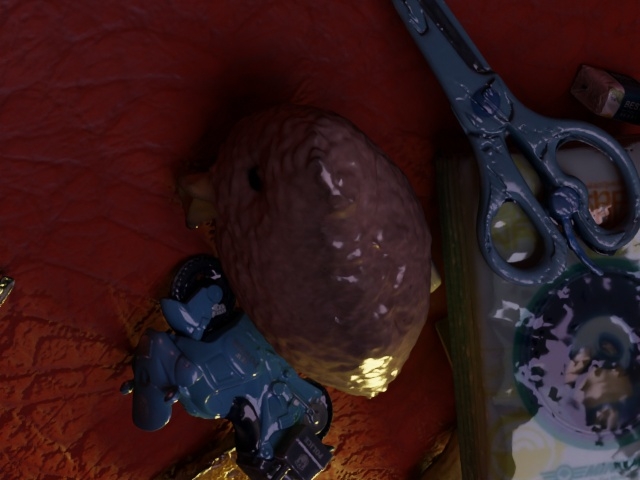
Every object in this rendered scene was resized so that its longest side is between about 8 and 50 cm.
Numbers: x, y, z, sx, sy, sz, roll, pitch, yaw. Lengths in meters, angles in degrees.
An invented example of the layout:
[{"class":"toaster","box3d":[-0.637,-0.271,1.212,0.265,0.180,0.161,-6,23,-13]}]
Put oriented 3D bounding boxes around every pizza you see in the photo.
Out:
[{"class":"pizza","box3d":[-0.109,0.261,1.866,0.178,0.041,0.131,-6,124,-27]}]

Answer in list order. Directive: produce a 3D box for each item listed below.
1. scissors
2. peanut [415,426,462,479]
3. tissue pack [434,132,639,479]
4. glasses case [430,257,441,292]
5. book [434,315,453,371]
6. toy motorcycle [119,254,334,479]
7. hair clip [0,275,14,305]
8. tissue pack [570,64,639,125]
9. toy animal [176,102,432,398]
[{"class":"scissors","box3d":[0.171,-0.126,1.655,0.180,0.032,0.393,-35,99,-11]},{"class":"peanut","box3d":[0.170,0.293,2.014,0.229,0.103,0.098,-58,167,15]},{"class":"tissue pack","box3d":[0.279,0.085,1.793,0.287,0.162,0.388,-6,95,-15]},{"class":"glasses case","box3d":[0.077,-0.002,1.790,0.041,0.063,0.164,-40,131,-1]},{"class":"book","box3d":[0.304,0.132,1.968,0.310,0.021,0.217,-24,97,-15]},{"class":"toy motorcycle","box3d":[-0.094,0.160,1.747,0.182,0.123,0.272,-49,117,-23]},{"class":"hair clip","box3d":[-0.351,0.100,1.621,0.049,0.049,0.173,27,98,-39]},{"class":"tissue pack","box3d":[0.320,-0.155,1.834,0.083,0.062,0.042,9,118,-33]},{"class":"toy animal","box3d":[0.001,0.005,1.648,0.188,0.226,0.358,-32,130,-26]}]
